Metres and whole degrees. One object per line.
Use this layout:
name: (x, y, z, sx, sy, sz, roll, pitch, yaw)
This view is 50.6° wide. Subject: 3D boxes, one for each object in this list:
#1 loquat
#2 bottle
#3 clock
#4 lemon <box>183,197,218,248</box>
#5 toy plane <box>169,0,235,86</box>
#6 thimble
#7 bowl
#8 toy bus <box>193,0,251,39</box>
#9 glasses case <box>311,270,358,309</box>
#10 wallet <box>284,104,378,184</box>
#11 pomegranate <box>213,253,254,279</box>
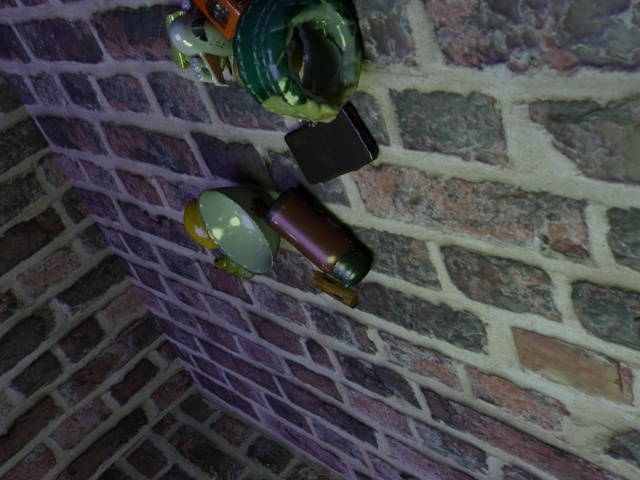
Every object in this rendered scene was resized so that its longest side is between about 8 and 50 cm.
loquat: (-0.132, -0.432, 1.603, 0.172, 0.204, 0.149, -18, 85, 24)
bottle: (0.000, 0.000, 1.983, 0.336, 0.144, 0.144, 42, 151, 9)
clock: (-0.317, -0.527, 1.841, 0.232, 0.069, 0.170, 27, 140, 31)
lemon: (-0.397, -0.061, 2.431, 0.207, 0.170, 0.170, 47, 151, 0)
toy plane: (-0.260, -0.495, 1.648, 0.117, 0.245, 0.245, -6, 122, 37)
thimble: (-0.045, -0.392, 1.446, 0.167, 0.254, 0.288, 18, 136, 45)
bowl: (-0.230, -0.065, 2.201, 0.337, 0.157, 0.337, 33, 147, 24)
toy bus: (-0.260, -0.635, 1.555, 0.329, 0.153, 0.143, 50, 152, 0)
glasses case: (0.046, 0.167, 2.223, 0.170, 0.041, 0.065, 28, 146, 32)
wallet: (0.022, -0.243, 1.757, 0.165, 0.042, 0.309, 57, 149, -11)
pomegranate: (-0.306, 0.065, 2.490, 0.169, 0.122, 0.143, 6, 143, -8)
